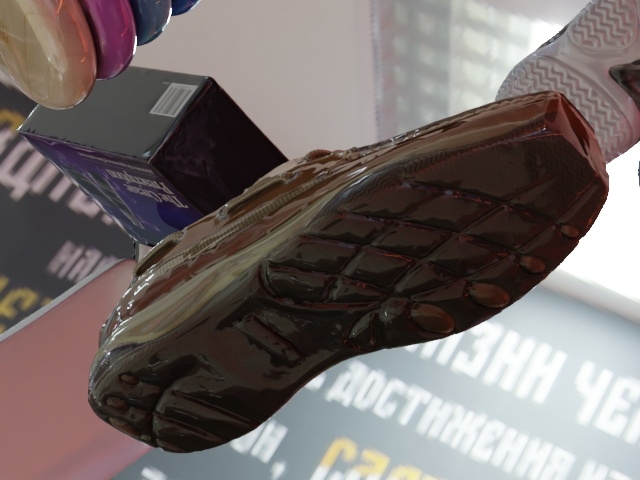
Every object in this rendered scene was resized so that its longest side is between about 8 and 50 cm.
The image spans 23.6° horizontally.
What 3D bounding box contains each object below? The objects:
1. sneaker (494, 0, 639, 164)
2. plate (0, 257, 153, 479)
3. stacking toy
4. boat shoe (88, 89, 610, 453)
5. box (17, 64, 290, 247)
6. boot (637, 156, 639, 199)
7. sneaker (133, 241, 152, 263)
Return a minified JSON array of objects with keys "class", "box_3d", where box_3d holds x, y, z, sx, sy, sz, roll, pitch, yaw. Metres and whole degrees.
[{"class":"sneaker","box_3d":[0.319,-0.191,1.278,0.366,0.210,0.137,-36,-93,33]},{"class":"plate","box_3d":[-0.284,0.172,1.529,0.045,0.278,0.277,37,-32,34]},{"class":"stacking toy","box_3d":[-0.087,-0.227,1.066,0.141,0.330,0.141,42,-27,27]},{"class":"boat shoe","box_3d":[0.000,0.000,0.856,0.324,0.120,0.122,-27,-51,22]},{"class":"box","box_3d":[-0.138,-0.067,1.423,0.184,0.103,0.261,43,-16,-33]},{"class":"boot","box_3d":[0.368,-0.116,1.598,0.106,0.219,0.082,-20,-17,37]},{"class":"sneaker","box_3d":[-0.152,0.023,1.757,0.118,0.110,0.292,-2,-6,-5]}]
